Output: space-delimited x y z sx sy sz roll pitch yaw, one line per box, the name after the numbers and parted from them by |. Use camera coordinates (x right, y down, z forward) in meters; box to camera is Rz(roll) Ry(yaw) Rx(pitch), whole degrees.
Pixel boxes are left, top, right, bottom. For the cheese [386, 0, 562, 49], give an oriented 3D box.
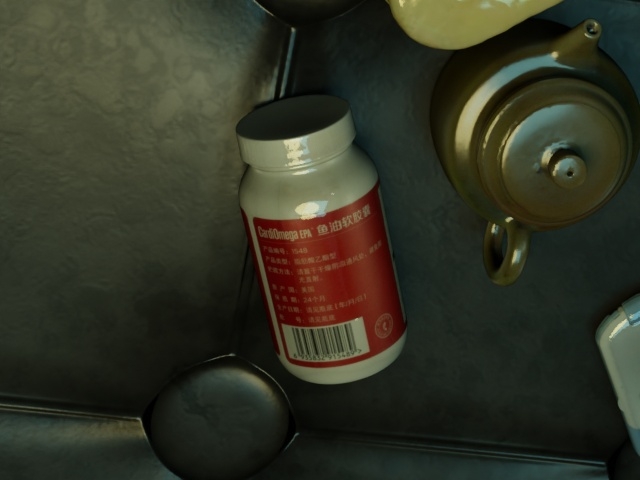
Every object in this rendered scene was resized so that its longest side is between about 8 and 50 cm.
0.170 -0.325 1.292 0.384 0.104 0.383 -3 115 -7 | cheese

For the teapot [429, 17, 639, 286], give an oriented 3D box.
0.197 -0.081 1.369 0.186 0.175 0.267 10 112 -10 | teapot

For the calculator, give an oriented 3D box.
0.360 0.140 1.565 0.121 0.039 0.210 -21 116 3 | calculator

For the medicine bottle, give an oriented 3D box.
0.000 0.000 1.398 0.131 0.131 0.250 -13 115 -2 | medicine bottle
